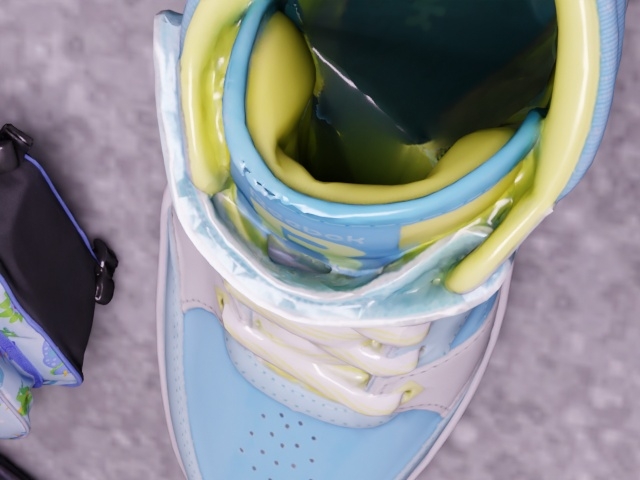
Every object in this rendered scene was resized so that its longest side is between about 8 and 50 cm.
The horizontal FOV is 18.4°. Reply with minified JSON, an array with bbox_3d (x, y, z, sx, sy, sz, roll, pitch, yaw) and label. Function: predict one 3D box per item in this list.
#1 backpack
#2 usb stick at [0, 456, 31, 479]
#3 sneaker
[{"bbox_3d":[-0.143,0.016,0.672,0.114,0.084,0.105,4,151,20],"label":"backpack"},{"bbox_3d":[-0.209,0.056,0.746,0.278,0.045,0.077,38,120,-4],"label":"usb stick"},{"bbox_3d":[0.000,0.000,0.566,0.127,0.208,0.319,19,119,5],"label":"sneaker"}]
